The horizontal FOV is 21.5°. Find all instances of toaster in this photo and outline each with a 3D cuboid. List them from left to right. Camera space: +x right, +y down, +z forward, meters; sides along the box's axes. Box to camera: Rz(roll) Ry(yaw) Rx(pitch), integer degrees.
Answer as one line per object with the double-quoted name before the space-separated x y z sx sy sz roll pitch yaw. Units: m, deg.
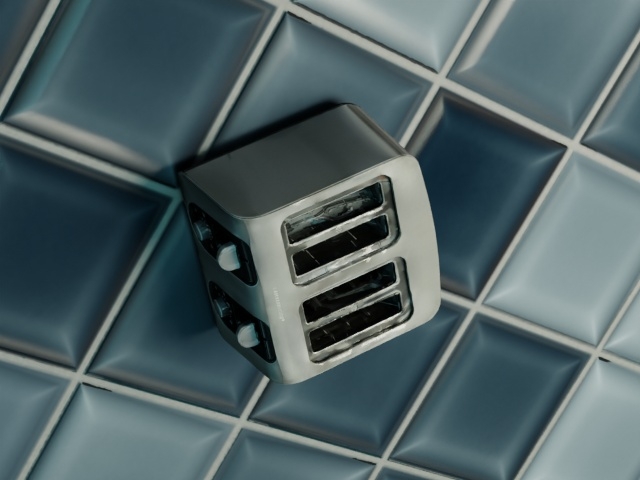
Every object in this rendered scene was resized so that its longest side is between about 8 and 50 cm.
"toaster" 0.000 0.000 1.304 0.185 0.110 0.168 -24 128 -18
